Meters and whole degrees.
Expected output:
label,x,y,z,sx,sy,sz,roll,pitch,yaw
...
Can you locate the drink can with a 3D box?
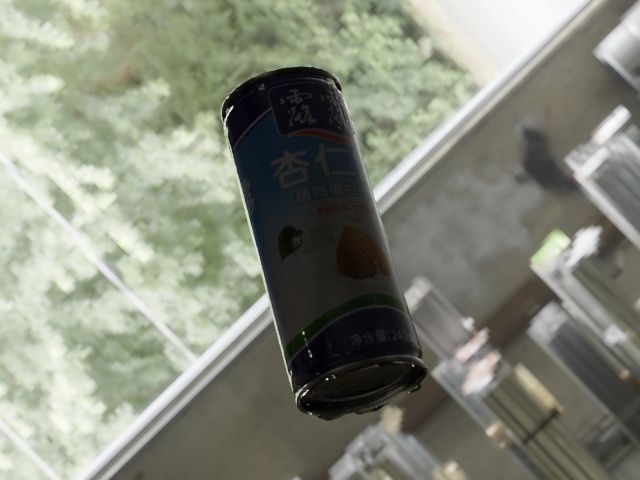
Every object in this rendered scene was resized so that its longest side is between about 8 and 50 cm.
label,x,y,z,sx,sy,sz,roll,pitch,yaw
drink can,0.000,0.000,1.004,0.097,0.097,0.235,37,-146,-61
